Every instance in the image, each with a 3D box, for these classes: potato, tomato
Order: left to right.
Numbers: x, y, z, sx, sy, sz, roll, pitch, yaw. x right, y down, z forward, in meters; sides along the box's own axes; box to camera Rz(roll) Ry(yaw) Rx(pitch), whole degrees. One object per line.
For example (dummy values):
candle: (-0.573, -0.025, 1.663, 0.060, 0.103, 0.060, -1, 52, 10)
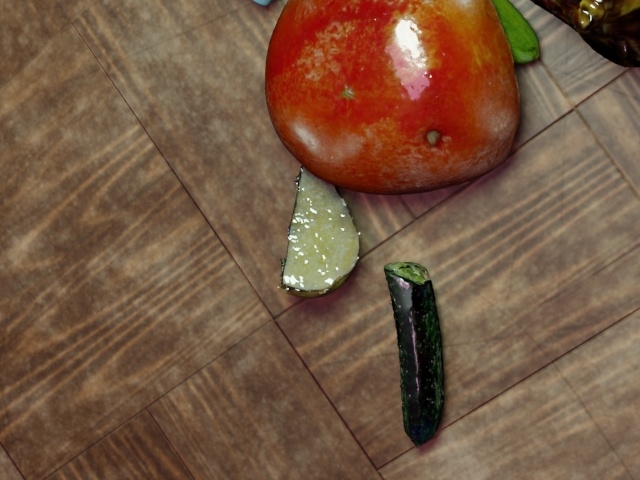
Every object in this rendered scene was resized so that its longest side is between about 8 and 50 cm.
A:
potato: (0.000, 0.000, 1.633, 0.100, 0.089, 0.172, 6, 70, -1)
tomato: (0.063, -0.185, 1.494, 0.338, 0.143, 0.338, 10, 115, 23)

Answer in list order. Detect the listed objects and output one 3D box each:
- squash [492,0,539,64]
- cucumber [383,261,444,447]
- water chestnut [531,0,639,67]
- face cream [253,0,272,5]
squash: (0.168, -0.309, 1.509, 0.069, 0.069, 0.258, -44, 84, 21)
cucumber: (0.128, 0.150, 1.615, 0.067, 0.067, 0.245, -6, 100, 21)
water chestnut: (0.342, -0.315, 1.306, 0.335, 0.347, 0.335, 30, 153, 17)
face cream: (-0.017, -0.410, 1.550, 0.077, 0.077, 0.250, 46, 110, 7)
